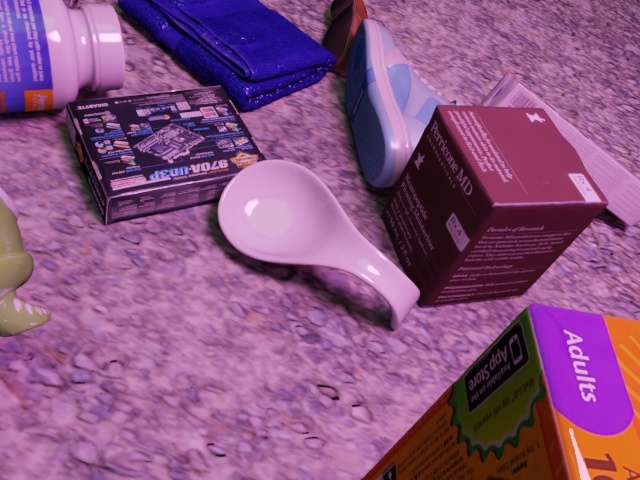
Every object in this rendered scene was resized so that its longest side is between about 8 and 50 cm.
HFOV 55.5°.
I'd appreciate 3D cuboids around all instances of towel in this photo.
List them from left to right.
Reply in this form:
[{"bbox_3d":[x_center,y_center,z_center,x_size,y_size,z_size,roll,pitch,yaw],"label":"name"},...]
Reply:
[{"bbox_3d":[-0.148,-0.351,0.998,0.308,0.076,0.228,42,51,16],"label":"towel"}]

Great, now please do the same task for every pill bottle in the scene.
[{"bbox_3d":[-0.395,-0.237,0.763,0.272,0.152,0.152,-11,56,-27],"label":"pill bottle"}]

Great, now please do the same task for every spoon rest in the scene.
[{"bbox_3d":[0.000,0.000,0.741,0.276,0.084,0.137,34,72,8],"label":"spoon rest"}]

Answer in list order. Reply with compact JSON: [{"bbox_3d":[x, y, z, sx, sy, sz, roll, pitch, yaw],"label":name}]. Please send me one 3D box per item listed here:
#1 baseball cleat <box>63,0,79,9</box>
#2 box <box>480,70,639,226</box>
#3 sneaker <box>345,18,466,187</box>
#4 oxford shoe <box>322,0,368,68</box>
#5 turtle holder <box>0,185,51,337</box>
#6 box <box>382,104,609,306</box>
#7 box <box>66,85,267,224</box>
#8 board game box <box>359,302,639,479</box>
[{"bbox_3d":[-0.395,-0.356,0.917,0.109,0.072,0.206,-27,65,-35],"label":"baseball cleat"},{"bbox_3d":[0.391,-0.138,0.947,0.324,0.067,0.063,31,27,-17],"label":"box"},{"bbox_3d":[0.157,-0.213,0.963,0.208,0.127,0.318,2,61,-16],"label":"sneaker"},{"bbox_3d":[0.056,-0.376,1.101,0.076,0.076,0.212,38,47,-31],"label":"oxford shoe"},{"bbox_3d":[-0.364,-0.005,0.454,0.244,0.320,0.227,-17,95,-12],"label":"turtle holder"},{"bbox_3d":[0.208,-0.042,0.782,0.167,0.203,0.168,-3,52,-21],"label":"box"},{"bbox_3d":[-0.199,-0.122,0.804,0.220,0.051,0.175,-15,58,-30],"label":"box"},{"bbox_3d":[0.239,0.307,0.395,0.357,0.356,0.356,11,49,-11],"label":"board game box"}]
